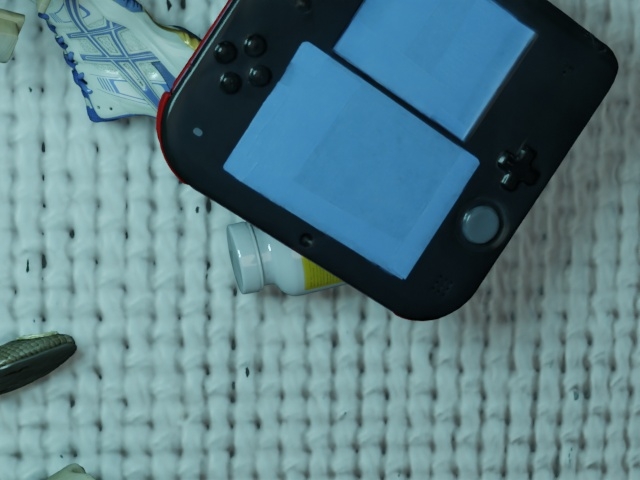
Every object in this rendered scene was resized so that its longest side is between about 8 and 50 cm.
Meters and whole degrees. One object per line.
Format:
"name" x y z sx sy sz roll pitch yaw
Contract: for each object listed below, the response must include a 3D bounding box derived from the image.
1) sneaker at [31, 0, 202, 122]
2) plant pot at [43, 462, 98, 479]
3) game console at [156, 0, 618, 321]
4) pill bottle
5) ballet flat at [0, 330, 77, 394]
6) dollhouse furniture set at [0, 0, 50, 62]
"sneaker" -0.214 -0.185 1.665 0.296 0.112 0.131 33 97 -13
"plant pot" -0.295 0.399 1.670 0.305 0.334 0.334 -38 106 -14
"game console" 0.066 -0.134 1.625 0.386 0.060 0.342 32 97 -26
"pill bottle" 0.000 0.000 1.747 0.184 0.103 0.103 -13 103 -10
"ballet flat" -0.372 0.138 1.717 0.250 0.084 0.058 -21 69 -4
"dollhouse furniture set" -0.448 -0.205 1.600 0.303 0.173 0.355 12 131 -26
